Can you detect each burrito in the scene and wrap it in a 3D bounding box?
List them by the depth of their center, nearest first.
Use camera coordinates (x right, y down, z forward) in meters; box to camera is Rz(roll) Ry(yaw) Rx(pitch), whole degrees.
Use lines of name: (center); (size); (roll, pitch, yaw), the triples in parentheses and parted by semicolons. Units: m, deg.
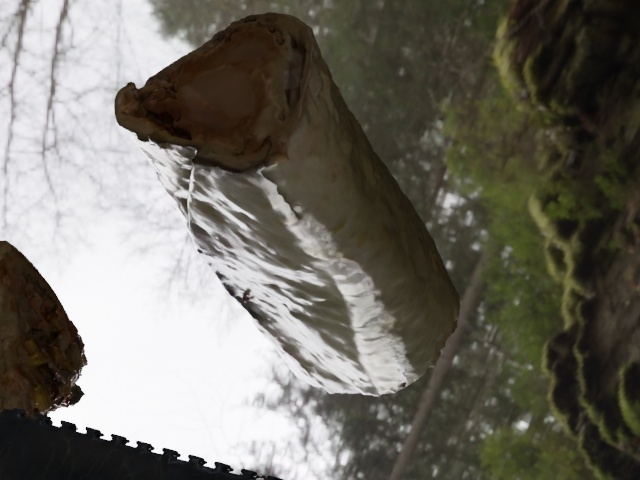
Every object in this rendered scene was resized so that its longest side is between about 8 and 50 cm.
burrito: (-0.004, 0.000, 0.640); (0.143, 0.299, 0.105); (12, -116, 28)

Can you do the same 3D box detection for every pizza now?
pizza: (-0.258, 0.109, 0.966); (0.052, 0.185, 0.195); (-16, -141, 12)

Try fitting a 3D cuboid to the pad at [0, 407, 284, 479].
pad: (-0.151, 0.250, 0.706); (0.269, 0.012, 0.269); (11, -128, 11)
